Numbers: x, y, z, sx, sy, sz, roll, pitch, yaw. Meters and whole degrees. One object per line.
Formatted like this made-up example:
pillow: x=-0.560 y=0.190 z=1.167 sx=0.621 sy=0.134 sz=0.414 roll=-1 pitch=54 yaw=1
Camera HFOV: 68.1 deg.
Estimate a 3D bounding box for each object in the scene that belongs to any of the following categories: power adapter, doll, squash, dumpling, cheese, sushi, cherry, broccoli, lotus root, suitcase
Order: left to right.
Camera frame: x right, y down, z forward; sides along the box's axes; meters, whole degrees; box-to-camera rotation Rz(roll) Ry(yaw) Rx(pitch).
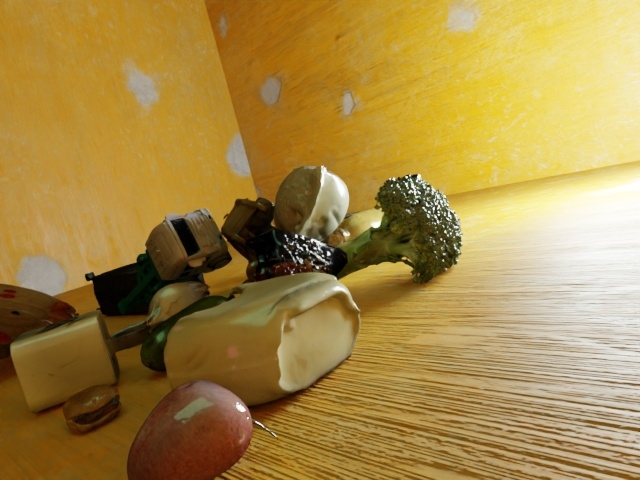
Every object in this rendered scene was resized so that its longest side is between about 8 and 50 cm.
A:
power adapter: x=-0.401 y=0.192 z=0.829 sx=0.204 sy=0.125 sz=0.130 roll=-18 pitch=6 yaw=-22
suitcase: x=-0.561 y=0.135 z=1.527 sx=0.335 sy=0.152 sz=0.229 roll=-9 pitch=10 yaw=39
dumpling: x=-0.335 y=0.161 z=1.089 sx=0.188 sy=0.108 sz=0.127 roll=-37 pitch=-6 yaw=-36
cherry: x=-0.120 y=0.185 z=0.455 sx=0.106 sy=0.087 sz=0.126 roll=-16 pitch=2 yaw=29
squash: x=-0.235 y=0.162 z=0.927 sx=0.087 sy=0.087 sz=0.331 roll=-13 pitch=5 yaw=16
cheese: x=-0.079 y=0.129 z=0.667 sx=0.233 sy=0.127 sz=0.266 roll=-9 pitch=7 yaw=41
doll: x=-0.129 y=0.075 z=1.098 sx=0.137 sy=0.097 sz=0.209 roll=-30 pitch=-19 yaw=-19
sushi: x=-0.049 y=0.080 z=0.908 sx=0.153 sy=0.151 sz=0.172 roll=-23 pitch=-37 yaw=24
dumpling: x=-0.037 y=-0.055 z=1.037 sx=0.175 sy=0.227 sz=0.243 roll=15 pitch=-10 yaw=27
lotus root: x=0.142 y=-0.021 z=1.414 sx=0.303 sy=0.131 sz=0.146 roll=-20 pitch=-15 yaw=-42
broccoli: x=0.120 y=0.007 z=1.031 sx=0.361 sy=0.221 sz=0.252 roll=-24 pitch=-1 yaw=7

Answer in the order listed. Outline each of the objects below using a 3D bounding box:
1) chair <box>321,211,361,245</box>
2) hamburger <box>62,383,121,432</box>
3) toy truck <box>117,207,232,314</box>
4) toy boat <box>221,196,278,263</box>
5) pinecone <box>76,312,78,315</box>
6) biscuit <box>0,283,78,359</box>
chair: x=0.000 y=0.000 z=1.538 sx=0.260 sy=0.142 sz=0.154 roll=-14 pitch=6 yaw=-24
hamburger: x=-0.322 y=0.234 z=0.671 sx=0.083 sy=0.044 sz=0.076 roll=-12 pitch=6 yaw=45
toy truck: x=-0.373 y=0.075 z=1.200 sx=0.178 sy=0.177 sz=0.363 roll=-16 pitch=-21 yaw=-47
toy boat: x=-0.138 y=0.011 z=1.248 sx=0.136 sy=0.162 sz=0.445 roll=-57 pitch=-10 yaw=-11
pinecone: x=-0.777 y=0.241 z=1.441 sx=0.077 sy=0.083 sz=0.077 roll=-45 pitch=-18 yaw=-18
biscuit: x=-0.791 y=0.189 z=1.184 sx=0.358 sy=0.074 sz=0.381 roll=15 pitch=4 yaw=-29
